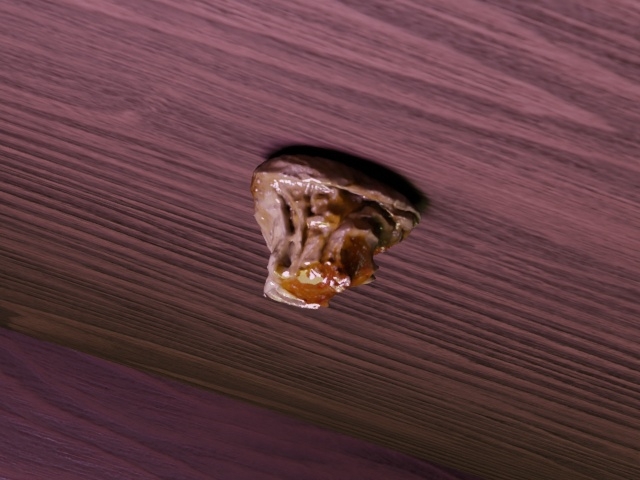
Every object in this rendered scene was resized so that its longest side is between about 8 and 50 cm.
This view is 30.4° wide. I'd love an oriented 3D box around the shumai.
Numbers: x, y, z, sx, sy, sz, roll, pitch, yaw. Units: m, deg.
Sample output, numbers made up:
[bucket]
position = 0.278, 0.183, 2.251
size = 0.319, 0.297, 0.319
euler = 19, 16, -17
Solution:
[shumai]
position = -0.002, -0.001, 0.959
size = 0.145, 0.116, 0.145
euler = 15, 166, 4
